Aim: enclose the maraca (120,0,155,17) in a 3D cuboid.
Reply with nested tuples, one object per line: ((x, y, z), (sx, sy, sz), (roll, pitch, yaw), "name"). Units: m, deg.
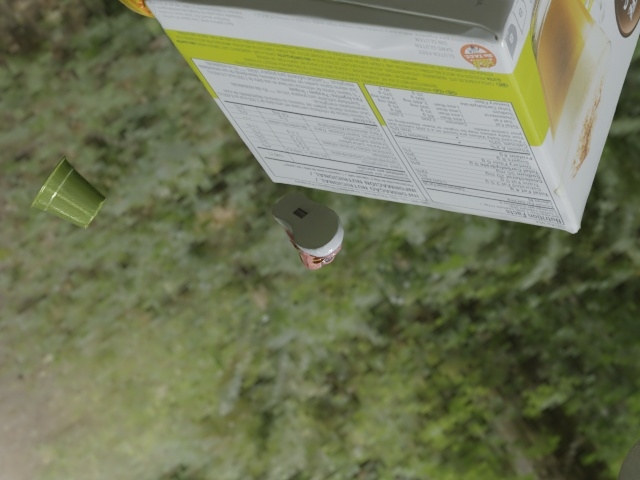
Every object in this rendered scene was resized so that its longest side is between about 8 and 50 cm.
((-0.197, -0.306, 1.740), (0.099, 0.127, 0.185), (-32, -147, -29), "maraca")

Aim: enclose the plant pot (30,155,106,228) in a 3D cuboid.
((-0.333, -0.057, 2.114), (0.083, 0.079, 0.083), (-55, -174, 8), "plant pot")

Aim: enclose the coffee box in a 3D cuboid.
((0.099, -0.248, 1.469), (0.334, 0.338, 0.338), (54, 52, -56), "coffee box")

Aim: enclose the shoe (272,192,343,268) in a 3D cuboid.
((0.000, 0.000, 2.006), (0.063, 0.081, 0.178), (-38, -153, -6), "shoe")

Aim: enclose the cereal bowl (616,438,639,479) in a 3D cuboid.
((0.576, 0.454, 2.369), (0.141, 0.339, 0.339), (-10, -169, 40), "cereal bowl")
